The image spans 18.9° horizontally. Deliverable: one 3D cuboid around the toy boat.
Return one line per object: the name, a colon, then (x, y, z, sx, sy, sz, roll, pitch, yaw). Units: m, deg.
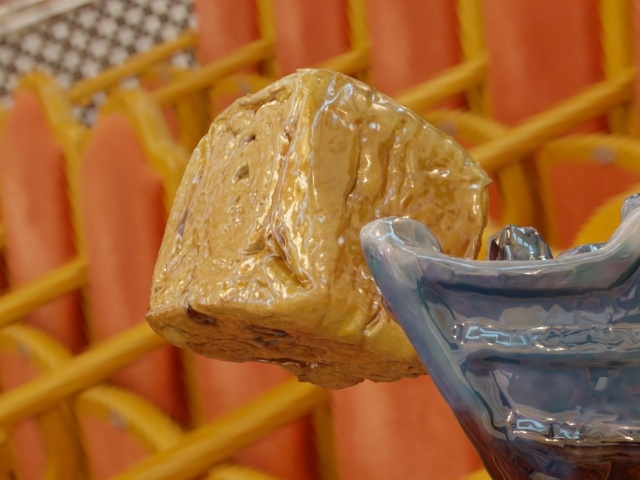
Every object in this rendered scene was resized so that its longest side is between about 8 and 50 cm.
toy boat: (0.133, 0.006, 0.634, 0.309, 0.142, 0.129, -3, -13, -40)

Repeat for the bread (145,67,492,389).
bread: (0.000, 0.000, 1.134, 0.149, 0.143, 0.158, -26, 48, 53)
